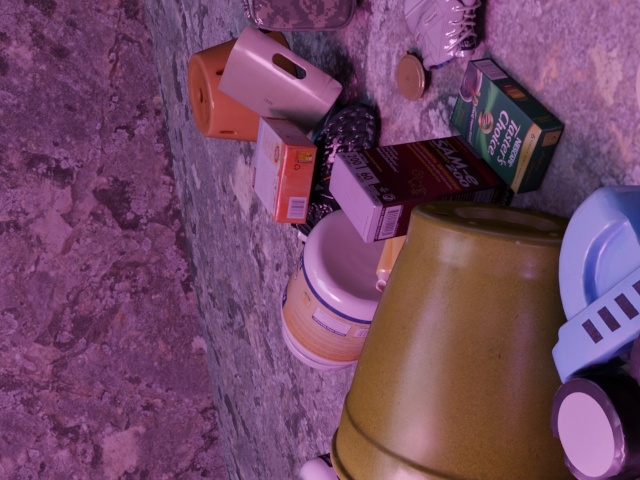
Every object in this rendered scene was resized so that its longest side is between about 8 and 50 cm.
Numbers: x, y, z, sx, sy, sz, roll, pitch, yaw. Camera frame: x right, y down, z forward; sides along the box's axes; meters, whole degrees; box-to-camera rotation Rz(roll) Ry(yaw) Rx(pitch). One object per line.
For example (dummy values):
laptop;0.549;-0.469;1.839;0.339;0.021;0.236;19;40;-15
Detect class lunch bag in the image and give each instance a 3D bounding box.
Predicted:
lunch bag;-0.053;-0.544;1.409;0.256;0.212;0.305;-113;20;-68

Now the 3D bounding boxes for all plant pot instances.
plant pot;0.213;0.138;0.978;0.366;0.366;0.353;29;116;61
plant pot;-0.201;-0.368;1.826;0.291;0.203;0.291;169;90;-68

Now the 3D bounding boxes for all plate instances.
plate;-0.001;-0.215;1.561;0.188;0.024;0.188;-156;90;-81

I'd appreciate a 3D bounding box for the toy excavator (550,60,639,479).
toy excavator;0.355;-0.038;0.716;0.433;0.222;0.445;117;145;-54

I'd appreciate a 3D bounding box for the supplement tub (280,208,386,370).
supplement tub;0.049;0.105;1.438;0.316;0.228;0.228;116;137;-55

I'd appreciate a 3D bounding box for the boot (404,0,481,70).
boot;0.205;-0.326;1.061;0.258;0.095;0.123;167;85;-76

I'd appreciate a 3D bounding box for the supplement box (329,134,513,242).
supplement box;0.149;-0.081;1.096;0.130;0.239;0.073;57;148;40

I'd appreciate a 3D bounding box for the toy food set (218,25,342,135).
toy food set;-0.087;-0.328;1.562;0.092;0.219;0.306;-60;9;-13

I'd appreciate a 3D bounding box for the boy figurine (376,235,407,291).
boy figurine;0.168;0.019;1.240;0.177;0.092;0.285;-23;53;30

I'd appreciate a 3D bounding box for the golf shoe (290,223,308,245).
golf shoe;0.000;0.000;1.679;0.198;0.094;0.077;48;142;47

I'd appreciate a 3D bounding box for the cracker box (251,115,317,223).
cracker box;-0.077;-0.146;1.497;0.232;0.067;0.156;-127;43;-61

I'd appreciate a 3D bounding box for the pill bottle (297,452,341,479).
pill bottle;0.083;0.480;1.419;0.181;0.323;0.181;168;90;-68

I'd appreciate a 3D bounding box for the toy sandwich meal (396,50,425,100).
toy sandwich meal;0.157;-0.277;1.258;0.085;0.029;0.086;39;137;50

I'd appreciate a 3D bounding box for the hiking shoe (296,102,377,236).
hiking shoe;0.032;-0.149;1.502;0.304;0.113;0.132;-65;-3;30

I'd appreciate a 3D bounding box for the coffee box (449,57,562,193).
coffee box;0.258;-0.165;1.058;0.113;0.040;0.184;101;148;-43
